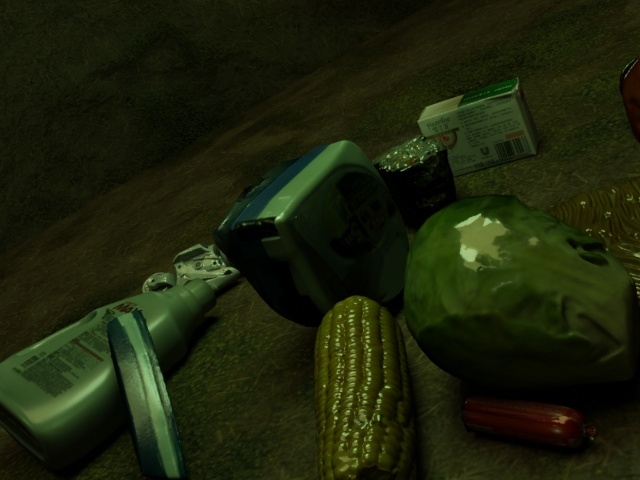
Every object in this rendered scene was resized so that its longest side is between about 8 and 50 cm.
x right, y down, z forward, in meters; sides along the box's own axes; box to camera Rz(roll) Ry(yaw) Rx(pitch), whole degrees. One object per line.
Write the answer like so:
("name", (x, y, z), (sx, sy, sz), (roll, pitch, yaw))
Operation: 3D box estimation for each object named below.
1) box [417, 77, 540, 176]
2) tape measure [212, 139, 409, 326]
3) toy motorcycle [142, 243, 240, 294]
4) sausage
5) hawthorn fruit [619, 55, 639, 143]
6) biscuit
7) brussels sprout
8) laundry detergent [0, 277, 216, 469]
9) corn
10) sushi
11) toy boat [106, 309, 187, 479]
("box", (0.303, -0.211, 1.423), (0.199, 0.135, 0.081), (-14, 24, 28))
("tape measure", (0.013, 0.001, 1.114), (0.138, 0.262, 0.259), (-15, 24, 44))
("toy motorcycle", (-0.236, 0.070, 1.491), (0.254, 0.113, 0.112), (-26, 22, -1))
("sausage", (0.213, 0.183, 0.759), (0.048, 0.050, 0.145), (10, -8, -42))
("hawthorn fruit", (0.531, -0.192, 1.064), (0.189, 0.190, 0.251), (-15, 31, 28))
("biscuit", (0.390, 0.000, 0.976), (0.317, 0.040, 0.318), (-23, 23, 10))
("brussels sprout", (0.216, 0.061, 0.813), (0.271, 0.219, 0.210), (13, 84, 40))
("laundry detergent", (-0.355, 0.189, 1.270), (0.263, 0.125, 0.397), (16, 42, 40))
("corn", (0.048, 0.181, 0.862), (0.120, 0.120, 0.363), (-22, 22, 13))
("sushi", (0.170, -0.113, 1.370), (0.136, 0.126, 0.225), (-28, 20, 0))
("toy boat", (-0.253, 0.225, 1.068), (0.061, 0.096, 0.299), (-10, 41, -21))
